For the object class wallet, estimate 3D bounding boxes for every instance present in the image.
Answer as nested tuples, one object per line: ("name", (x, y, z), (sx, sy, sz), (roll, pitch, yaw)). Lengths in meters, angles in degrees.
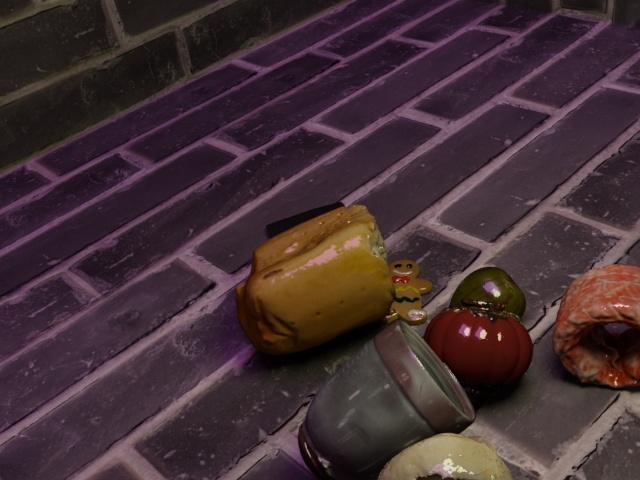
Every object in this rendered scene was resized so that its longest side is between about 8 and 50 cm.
("wallet", (0.000, 0.000, 2.115), (0.247, 0.041, 0.323), (-17, 34, -11))

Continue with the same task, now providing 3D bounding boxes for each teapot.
("teapot", (0.102, 0.323, 1.458), (0.312, 0.233, 0.315), (-38, 2, 10))

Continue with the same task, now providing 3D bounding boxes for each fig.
("fig", (0.345, 0.169, 1.750), (0.259, 0.151, 0.151), (-36, 33, 14))

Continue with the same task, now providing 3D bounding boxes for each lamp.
("lamp", (0.328, 0.229, 1.578), (0.227, 0.226, 0.226), (-7, 36, 5))

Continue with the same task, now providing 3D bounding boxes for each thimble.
("thimble", (0.602, 0.179, 1.543), (0.239, 0.239, 0.162), (4, 36, 20))

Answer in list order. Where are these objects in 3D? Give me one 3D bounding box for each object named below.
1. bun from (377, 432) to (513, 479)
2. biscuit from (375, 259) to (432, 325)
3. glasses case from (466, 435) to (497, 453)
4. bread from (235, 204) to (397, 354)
("bun", (0.211, 0.436, 1.283), (0.260, 0.259, 0.152), (-3, 26, 11))
("biscuit", (0.202, 0.123, 1.893), (0.158, 0.035, 0.240), (-1, 37, 10))
("glasses case", (0.239, 0.424, 1.451), (0.204, 0.051, 0.081), (-11, 37, 2))
("bread", (-0.014, 0.110, 1.783), (0.394, 0.250, 0.361), (-27, 16, 0))
